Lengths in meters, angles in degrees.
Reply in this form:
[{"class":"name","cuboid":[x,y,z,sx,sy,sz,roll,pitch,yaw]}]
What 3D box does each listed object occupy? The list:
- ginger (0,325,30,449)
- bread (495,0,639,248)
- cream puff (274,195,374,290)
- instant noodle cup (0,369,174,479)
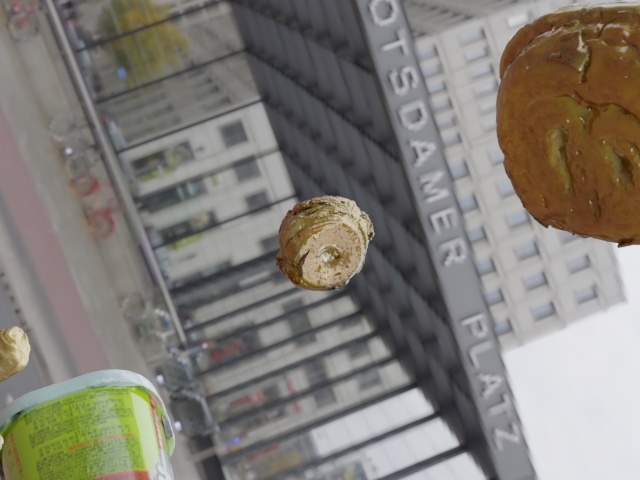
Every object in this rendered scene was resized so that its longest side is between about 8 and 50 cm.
[{"class":"ginger","cuboid":[-0.387,0.195,1.204,0.065,0.118,0.298,-48,161,-60]},{"class":"bread","cuboid":[0.245,-0.096,0.914,0.236,0.120,0.198,7,-53,42]},{"class":"cream puff","cuboid":[0.000,0.000,1.457,0.119,0.133,0.104,39,-4,-31]},{"class":"instant noodle cup","cuboid":[-0.318,0.394,1.644,0.308,0.294,0.294,-118,-170,-45]}]
